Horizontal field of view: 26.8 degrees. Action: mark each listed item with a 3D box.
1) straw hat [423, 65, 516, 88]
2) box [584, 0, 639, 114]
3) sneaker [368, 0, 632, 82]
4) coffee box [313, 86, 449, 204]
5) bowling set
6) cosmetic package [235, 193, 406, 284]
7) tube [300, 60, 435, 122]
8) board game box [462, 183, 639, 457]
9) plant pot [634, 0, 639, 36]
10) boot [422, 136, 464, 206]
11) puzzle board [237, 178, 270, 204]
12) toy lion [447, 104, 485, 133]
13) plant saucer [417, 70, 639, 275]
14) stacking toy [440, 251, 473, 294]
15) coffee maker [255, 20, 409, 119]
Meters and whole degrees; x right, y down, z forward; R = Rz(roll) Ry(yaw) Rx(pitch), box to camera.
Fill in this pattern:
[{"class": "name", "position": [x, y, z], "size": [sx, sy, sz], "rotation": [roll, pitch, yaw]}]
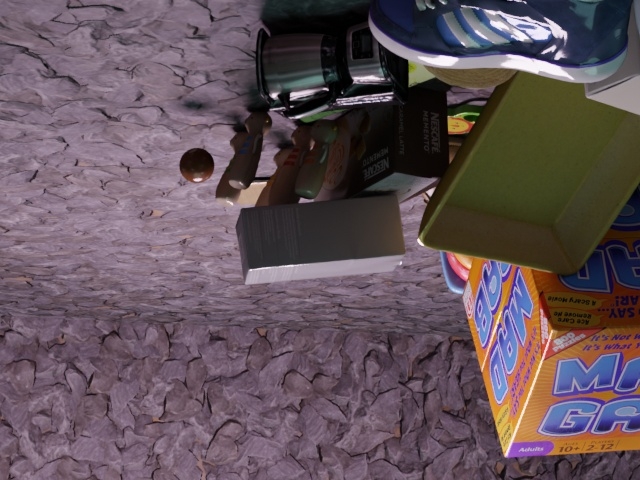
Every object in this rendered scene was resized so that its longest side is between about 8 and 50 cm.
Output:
[{"class": "straw hat", "position": [0.193, -0.262, 1.674], "size": [0.145, 0.144, 0.061], "rotation": [-8, -158, 24]}, {"class": "box", "position": [0.467, -0.220, 1.762], "size": [0.275, 0.113, 0.094], "rotation": [10, 161, -38]}, {"class": "sneaker", "position": [0.188, -0.305, 1.482], "size": [0.323, 0.130, 0.236], "rotation": [15, 146, 26]}, {"class": "coffee box", "position": [0.087, -0.126, 2.031], "size": [0.098, 0.141, 0.246], "rotation": [7, 164, -28]}, {"class": "bowling set", "position": [-0.100, -0.135, 2.055], "size": [0.200, 0.154, 0.287], "rotation": [24, 159, -16]}, {"class": "cosmetic package", "position": [0.000, 0.000, 1.998], "size": [0.238, 0.107, 0.127], "rotation": [-7, 168, -9]}, {"class": "tube", "position": [0.071, -0.221, 1.843], "size": [0.240, 0.062, 0.070], "rotation": [-15, -160, 29]}, {"class": "board game box", "position": [0.474, 0.111, 2.260], "size": [0.356, 0.356, 0.356], "rotation": [-2, 139, -9]}, {"class": "plant pot", "position": [0.446, -0.251, 1.385], "size": [0.293, 0.293, 0.196], "rotation": [2, -176, -11]}, {"class": "boot", "position": [0.207, -0.090, 2.225], "size": [0.112, 0.115, 0.305], "rotation": [-3, 164, 15]}, {"class": "puzzle board", "position": [-0.109, -0.088, 2.407], "size": [0.096, 0.011, 0.128], "rotation": [-4, 165, 6]}, {"class": "toy lion", "position": [0.218, -0.183, 2.044], "size": [0.096, 0.034, 0.100], "rotation": [10, 163, -11]}, {"class": "plant saucer", "position": [0.321, -0.121, 1.927], "size": [0.333, 0.081, 0.332], "rotation": [11, 120, -36]}, {"class": "stacking toy", "position": [0.313, -0.034, 2.427], "size": [0.175, 0.165, 0.302], "rotation": [-7, 151, -3]}, {"class": "coffee maker", "position": [0.024, -0.227, 1.751], "size": [0.178, 0.120, 0.171], "rotation": [-4, -172, 17]}]
